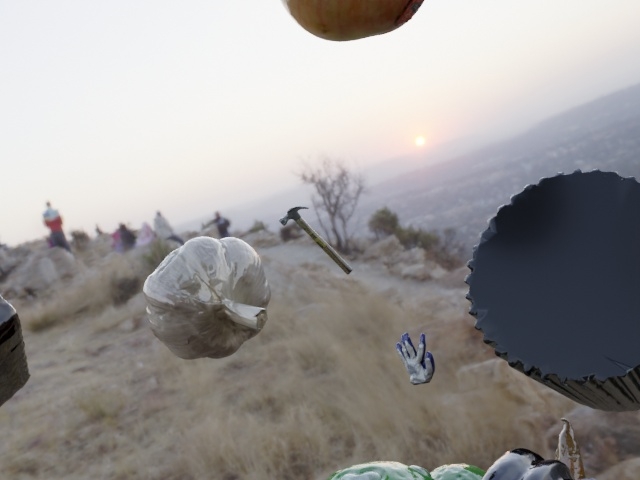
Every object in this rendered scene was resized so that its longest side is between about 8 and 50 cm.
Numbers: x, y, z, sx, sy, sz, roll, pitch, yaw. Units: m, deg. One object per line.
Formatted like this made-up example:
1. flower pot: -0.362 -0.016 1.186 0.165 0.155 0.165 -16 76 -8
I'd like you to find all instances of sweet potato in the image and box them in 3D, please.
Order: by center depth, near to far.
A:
1. sweet potato: 0.407 0.395 1.171 0.060 0.205 0.068 10 -17 -31

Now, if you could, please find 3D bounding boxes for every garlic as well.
1. garlic: -0.160 0.103 1.143 0.219 0.218 0.212 -21 23 -28

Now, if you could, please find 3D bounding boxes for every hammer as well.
1. hammer: 0.000 0.000 1.465 0.062 0.182 0.017 -47 10 -7

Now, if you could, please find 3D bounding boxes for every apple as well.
1. apple: 0.039 -0.331 0.828 0.210 0.209 0.164 -20 -12 -1

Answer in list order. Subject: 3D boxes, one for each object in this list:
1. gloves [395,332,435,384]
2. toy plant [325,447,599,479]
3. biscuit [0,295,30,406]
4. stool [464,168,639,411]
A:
1. gloves: 0.151 0.183 1.122 0.026 0.086 0.064 -18 -6 -44
2. toy plant: 0.124 0.248 0.578 0.235 0.175 0.218 10 -3 38
3. biscuit: -0.263 0.117 0.355 0.252 0.070 0.106 -48 -8 -33
4. stool: 0.405 0.098 1.048 0.297 0.297 0.330 -19 -30 24
